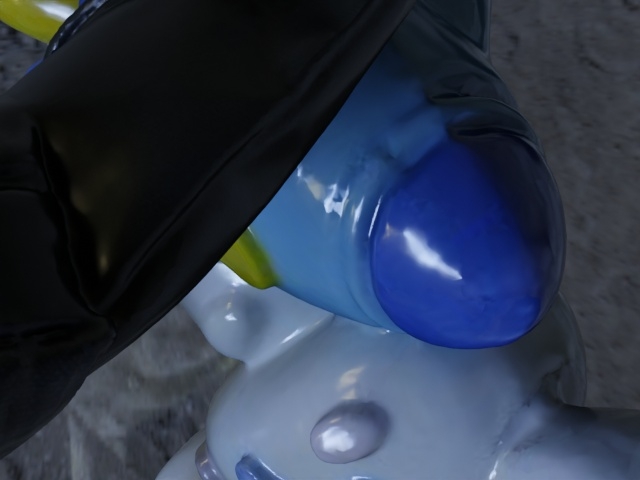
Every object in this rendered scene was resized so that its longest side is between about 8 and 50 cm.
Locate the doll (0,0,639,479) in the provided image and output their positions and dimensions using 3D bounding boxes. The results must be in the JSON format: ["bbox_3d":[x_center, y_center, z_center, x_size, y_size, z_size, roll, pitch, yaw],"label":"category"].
[{"bbox_3d":[-0.004,0.004,0.702,0.376,0.187,0.365,-13,108,35],"label":"doll"}]

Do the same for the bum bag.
[{"bbox_3d":[-0.061,-0.033,0.522,0.080,0.142,0.326,48,63,-21],"label":"bum bag"}]
